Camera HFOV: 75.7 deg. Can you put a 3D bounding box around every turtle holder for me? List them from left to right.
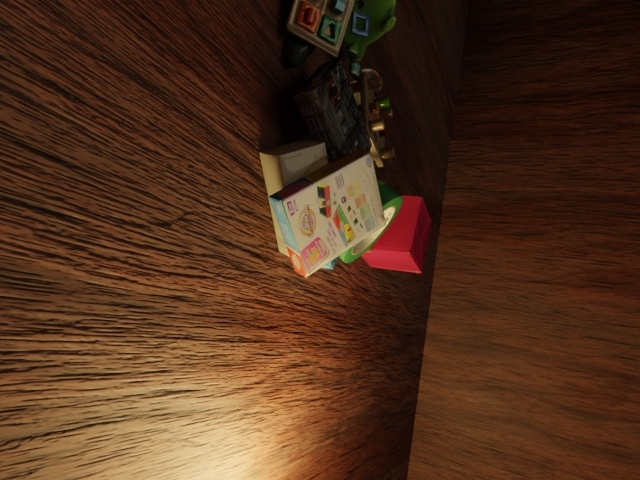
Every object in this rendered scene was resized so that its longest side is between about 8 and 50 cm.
[{"bbox_3d":[0.133,-0.769,1.359,0.320,0.243,0.228,50,23,-38],"label":"turtle holder"}]

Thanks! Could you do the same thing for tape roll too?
[{"bbox_3d":[0.172,-0.059,1.535,0.321,0.077,0.321,-41,162,-17],"label":"tape roll"}]

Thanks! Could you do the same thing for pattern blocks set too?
[{"bbox_3d":[0.145,-0.522,1.641,0.285,0.026,0.325,31,67,-60],"label":"pattern blocks set"}]

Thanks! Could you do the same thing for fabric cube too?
[{"bbox_3d":[0.325,-0.030,1.822,0.259,0.253,0.259,45,57,-56],"label":"fabric cube"}]

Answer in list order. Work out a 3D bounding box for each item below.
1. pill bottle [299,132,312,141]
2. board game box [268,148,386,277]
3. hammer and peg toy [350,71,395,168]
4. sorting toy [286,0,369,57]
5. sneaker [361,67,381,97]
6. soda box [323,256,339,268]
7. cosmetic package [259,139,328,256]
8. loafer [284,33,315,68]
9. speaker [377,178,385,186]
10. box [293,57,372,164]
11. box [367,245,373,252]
[{"bbox_3d":[-0.043,-0.286,1.289,0.116,0.065,0.065,-55,140,-42],"label":"pill bottle"},{"bbox_3d":[0.034,-0.081,1.153,0.316,0.064,0.243,-32,122,-26],"label":"board game box"},{"bbox_3d":[0.212,-0.415,1.565,0.361,0.127,0.266,46,41,-60],"label":"hammer and peg toy"},{"bbox_3d":[0.008,-0.655,1.174,0.347,0.047,0.196,14,93,-32],"label":"sorting toy"},{"bbox_3d":[0.202,-0.622,1.647,0.158,0.061,0.065,34,70,-58],"label":"sneaker"},{"bbox_3d":[0.000,0.000,1.411,0.071,0.067,0.210,-60,143,-40],"label":"soda box"},{"bbox_3d":[-0.056,-0.117,1.187,0.160,0.113,0.310,-24,119,-29],"label":"cosmetic package"},{"bbox_3d":[-0.042,-0.598,1.226,0.076,0.078,0.223,58,45,-48],"label":"loafer"},{"bbox_3d":[0.164,-0.175,1.627,0.296,0.131,0.131,-25,116,-58],"label":"speaker"},{"bbox_3d":[0.051,-0.353,1.251,0.308,0.076,0.243,63,36,-33],"label":"box"},{"bbox_3d":[0.181,-0.023,1.715,0.027,0.093,0.137,49,51,-63],"label":"box"}]
